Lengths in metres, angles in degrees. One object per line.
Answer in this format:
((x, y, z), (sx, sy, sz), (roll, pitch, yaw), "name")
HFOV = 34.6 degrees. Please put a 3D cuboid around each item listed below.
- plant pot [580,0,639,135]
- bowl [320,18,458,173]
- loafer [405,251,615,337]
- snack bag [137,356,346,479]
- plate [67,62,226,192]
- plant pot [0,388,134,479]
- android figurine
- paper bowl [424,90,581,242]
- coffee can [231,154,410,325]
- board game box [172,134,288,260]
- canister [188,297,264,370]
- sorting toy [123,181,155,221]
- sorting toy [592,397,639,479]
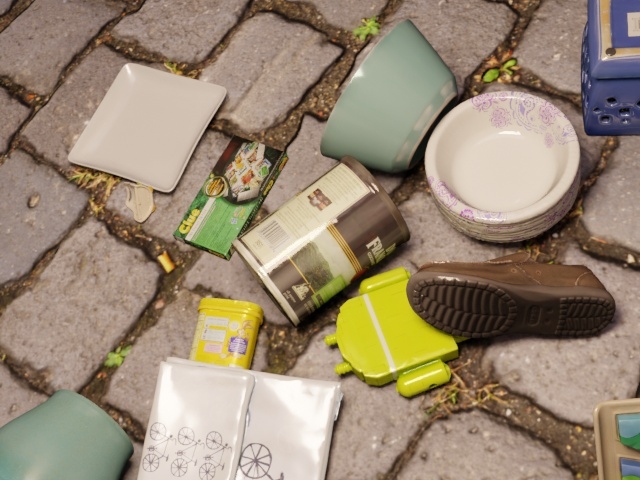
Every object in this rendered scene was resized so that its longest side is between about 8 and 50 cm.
((0.616, -0.353, 1.951), (0.236, 0.212, 0.236), (-1, 62, 14), "plant pot")
((0.152, -0.252, 1.991), (0.163, 0.311, 0.311), (35, 75, 9), "bowl")
((0.330, 0.092, 1.826), (0.366, 0.133, 0.130), (7, 38, -5), "loafer")
((-0.147, 0.383, 1.810), (0.343, 0.037, 0.323), (8, 73, 8), "snack bag")
((-0.372, -0.244, 2.241), (0.277, 0.045, 0.278), (17, 68, 23), "plate")
((-0.478, 0.411, 1.809), (0.272, 0.271, 0.255), (23, 57, 24), "plant pot")
((0.144, 0.166, 1.884), (0.273, 0.056, 0.248), (-22, 61, -1), "android figurine")
((0.345, -0.127, 1.937), (0.284, 0.148, 0.284), (-6, 62, 11), "paper bowl")
((0.000, 0.000, 1.926), (0.275, 0.201, 0.201), (-37, 60, -6), "coffee can")
((-0.185, -0.092, 2.123), (0.136, 0.030, 0.259), (22, 70, 21), "board game box")
((-0.185, 0.202, 1.941), (0.126, 0.073, 0.170), (5, 66, 15), "canister")
((-0.389, -0.091, 2.156), (0.075, 0.083, 0.045), (20, 33, 39), "sorting toy")
((0.544, 0.333, 1.629), (0.208, 0.193, 0.038), (-8, 24, 8), "sorting toy")
